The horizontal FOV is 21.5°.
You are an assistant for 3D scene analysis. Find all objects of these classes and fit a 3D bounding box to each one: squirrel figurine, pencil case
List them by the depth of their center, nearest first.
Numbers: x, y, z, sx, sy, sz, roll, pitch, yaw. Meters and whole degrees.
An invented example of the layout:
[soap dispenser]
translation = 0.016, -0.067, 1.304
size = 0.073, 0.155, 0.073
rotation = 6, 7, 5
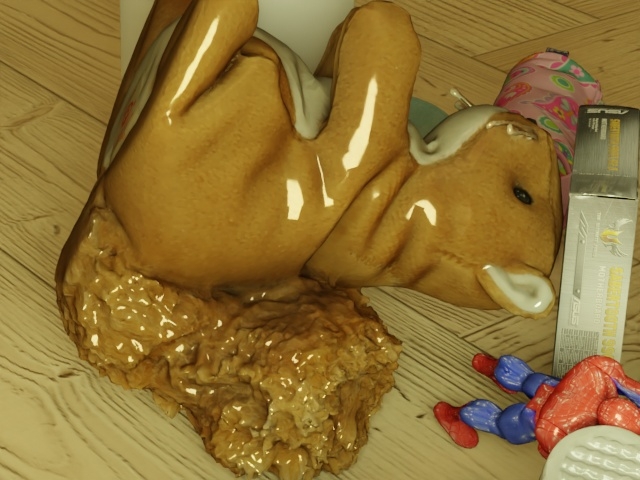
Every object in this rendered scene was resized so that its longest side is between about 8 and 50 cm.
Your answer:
[squirrel figurine]
translation = 0.000, 0.000, 1.368
size = 0.370, 0.397, 0.281
rotation = 23, -3, -15
[pencil case]
translation = 0.233, -0.107, 1.784
size = 0.124, 0.124, 0.284
rotation = 9, 26, 12

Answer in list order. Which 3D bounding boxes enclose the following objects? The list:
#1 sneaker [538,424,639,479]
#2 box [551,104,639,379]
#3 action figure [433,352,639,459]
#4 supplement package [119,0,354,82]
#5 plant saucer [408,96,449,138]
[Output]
[sneaker]
translation = 0.231, 0.278, 1.063
size = 0.126, 0.127, 0.321
rotation = -13, 56, -16
[box]
translation = 0.230, 0.025, 1.410
size = 0.056, 0.231, 0.183
rotation = 5, 27, 8
[action figure]
translation = 0.193, 0.146, 1.249
size = 0.139, 0.091, 0.280
rotation = 39, -11, -7
[supplement package]
translation = -0.084, -0.140, 1.635
size = 0.175, 0.293, 0.177
rotation = -11, 31, -24
[plant saucer]
translation = 0.051, -0.116, 1.875
size = 0.195, 0.037, 0.195
rotation = 2, 27, -1
